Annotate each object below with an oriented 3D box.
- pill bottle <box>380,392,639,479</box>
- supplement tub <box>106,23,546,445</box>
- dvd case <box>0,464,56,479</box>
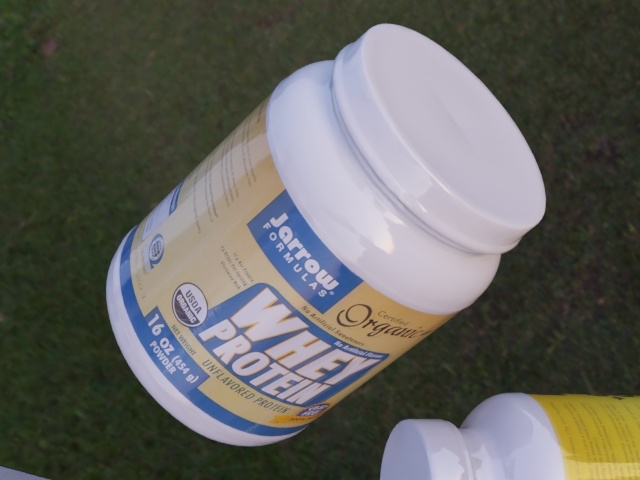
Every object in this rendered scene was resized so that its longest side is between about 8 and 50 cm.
[{"bbox_3d":[0.129,0.129,0.625,0.103,0.184,0.103,-176,90,-73],"label":"pill bottle"},{"bbox_3d":[0.000,0.000,0.629,0.200,0.144,0.144,-41,39,31],"label":"supplement tub"},{"bbox_3d":[-0.138,0.198,0.720,0.253,0.180,0.022,29,90,47],"label":"dvd case"}]
